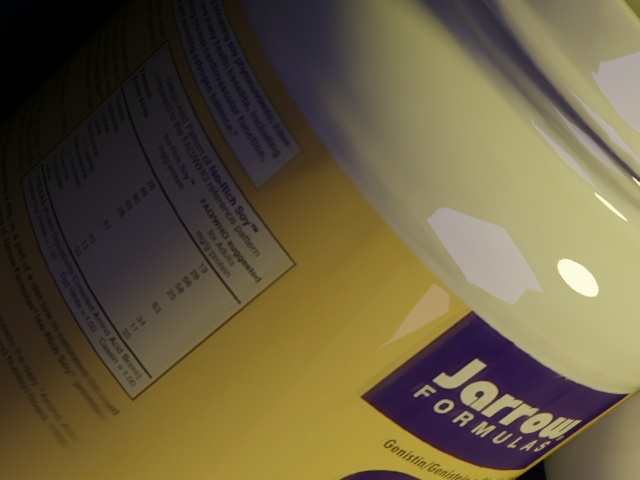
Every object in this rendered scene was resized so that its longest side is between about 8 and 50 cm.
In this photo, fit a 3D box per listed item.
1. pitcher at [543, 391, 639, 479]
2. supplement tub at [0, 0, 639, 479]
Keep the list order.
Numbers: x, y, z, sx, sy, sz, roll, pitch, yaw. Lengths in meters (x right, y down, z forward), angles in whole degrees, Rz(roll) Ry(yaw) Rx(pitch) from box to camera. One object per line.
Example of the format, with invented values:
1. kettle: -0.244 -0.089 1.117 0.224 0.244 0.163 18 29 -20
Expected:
1. pitcher: 0.211 0.139 0.867 0.177 0.125 0.207 -15 115 -8
2. supplement tub: 0.000 0.000 0.638 0.331 0.241 0.241 -40 127 23
